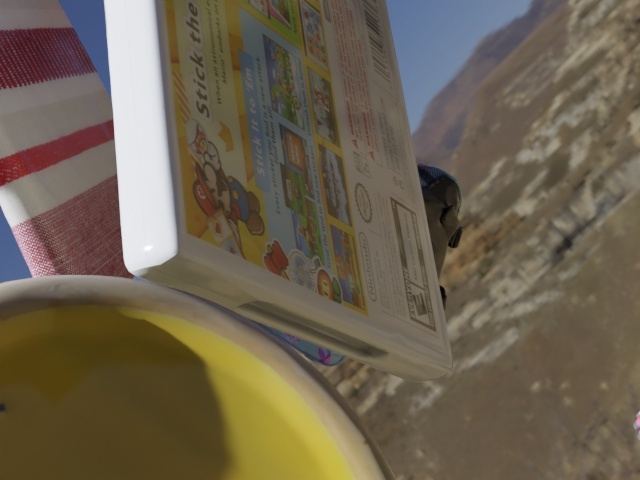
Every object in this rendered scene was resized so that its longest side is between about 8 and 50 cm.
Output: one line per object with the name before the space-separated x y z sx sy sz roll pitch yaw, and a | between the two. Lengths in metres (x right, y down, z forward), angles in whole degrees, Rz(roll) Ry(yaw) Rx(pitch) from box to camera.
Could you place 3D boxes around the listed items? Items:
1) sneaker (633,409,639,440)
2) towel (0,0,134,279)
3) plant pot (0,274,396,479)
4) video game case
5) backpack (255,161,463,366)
sneaker | 0.321 0.164 0.824 0.112 0.120 0.299 -65 24 21
towel | -0.193 -0.119 0.701 0.037 0.329 0.237 -26 8 8
plant pot | -0.091 0.142 0.363 0.254 0.254 0.239 -41 -10 -42
video game case | -0.016 -0.068 0.490 0.026 0.227 0.206 -19 -25 25
backpack | 0.000 0.000 0.965 0.144 0.188 0.166 -26 -44 -42
